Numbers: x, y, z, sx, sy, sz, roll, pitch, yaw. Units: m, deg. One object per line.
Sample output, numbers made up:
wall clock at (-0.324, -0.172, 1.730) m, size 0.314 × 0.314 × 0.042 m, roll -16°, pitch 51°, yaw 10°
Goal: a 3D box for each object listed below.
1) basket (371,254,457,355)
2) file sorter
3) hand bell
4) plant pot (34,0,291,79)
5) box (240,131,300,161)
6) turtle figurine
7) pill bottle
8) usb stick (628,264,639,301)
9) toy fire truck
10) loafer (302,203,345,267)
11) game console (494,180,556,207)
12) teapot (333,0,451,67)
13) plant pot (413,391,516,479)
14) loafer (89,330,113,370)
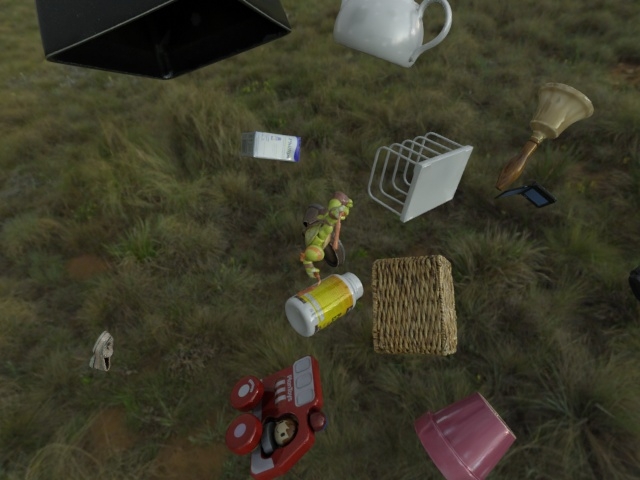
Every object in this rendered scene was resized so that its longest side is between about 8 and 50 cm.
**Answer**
basket at (0.299, 0.206, 1.263) m, size 0.223 × 0.214 × 0.298 m, roll -8°, pitch 75°, yaw 27°
file sorter at (0.307, -0.214, 1.267) m, size 0.278 × 0.192 × 0.173 m, roll -24°, pitch 48°, yaw -38°
hand bell at (0.479, -0.217, 0.909) m, size 0.242 × 0.126 × 0.126 m, roll -54°, pitch 48°, yaw 6°
plant pot at (-0.163, -0.283, 0.405) m, size 0.188 × 0.166 × 0.188 m, roll -11°, pitch 12°, yaw 19°
box at (-0.145, -0.270, 1.152) m, size 0.137 × 0.072 × 0.126 m, roll 1°, pitch 12°, yaw -28°
turtle figurine at (-0.001, -0.009, 0.936) m, size 0.087 × 0.269 × 0.217 m, roll 23°, pitch 40°, yaw 0°
pill bottle at (0.016, 0.170, 1.121) m, size 0.215 × 0.117 × 0.117 m, roll -26°, pitch 43°, yaw -32°
usb stick at (0.694, 0.021, 0.733) m, size 0.278 × 0.077 × 0.045 m, roll -30°, pitch 10°, yaw -4°
toy fire truck at (-0.106, 0.482, 1.109) m, size 0.254 × 0.169 × 0.302 m, roll -29°, pitch 31°, yaw 11°
loafer at (0.000, 0.000, 1.918) m, size 0.134 × 0.365 × 0.130 m, roll 7°, pitch 43°, yaw 44°
game console at (0.537, -0.109, 1.056) m, size 0.107 × 0.122 × 0.071 m, roll 44°, pitch 95°, yaw 9°
teapot at (0.168, -0.573, 1.036) m, size 0.256 × 0.186 × 0.252 m, roll 13°, pitch 27°, yaw -15°
plant pot at (0.365, 0.484, 0.989) m, size 0.180 × 0.201 × 0.201 m, roll -41°, pitch 44°, yaw 5°
loafer at (-0.458, 0.237, 0.851) m, size 0.039 × 0.125 × 0.045 m, roll 31°, pitch 36°, yaw -7°
